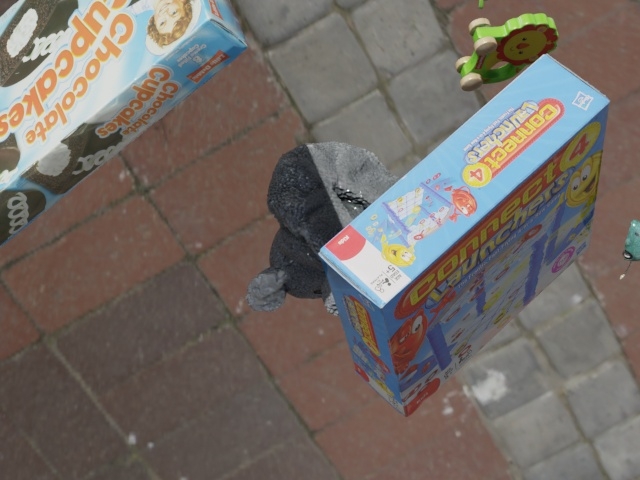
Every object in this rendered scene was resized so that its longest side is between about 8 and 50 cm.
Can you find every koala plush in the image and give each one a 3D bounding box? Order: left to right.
[{"bbox_3d":[0.000,0.000,1.428,0.203,0.196,0.221,43,146,3],"label":"koala plush"}]

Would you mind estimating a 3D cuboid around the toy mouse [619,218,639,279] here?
[{"bbox_3d":[0.396,-0.014,1.358,0.031,0.161,0.143,20,105,22],"label":"toy mouse"}]

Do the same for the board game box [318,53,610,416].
[{"bbox_3d":[0.157,0.008,1.174,0.308,0.086,0.302,-41,154,-12],"label":"board game box"}]

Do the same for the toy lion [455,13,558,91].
[{"bbox_3d":[0.199,-0.200,1.183,0.096,0.034,0.100,-5,152,-11],"label":"toy lion"}]

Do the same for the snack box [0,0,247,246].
[{"bbox_3d":[-0.224,-0.152,1.007,0.322,0.187,0.060,-36,145,19],"label":"snack box"}]

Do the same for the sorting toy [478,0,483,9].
[{"bbox_3d":[0.196,-0.320,1.358,0.062,0.012,0.083,-48,143,-18],"label":"sorting toy"}]
